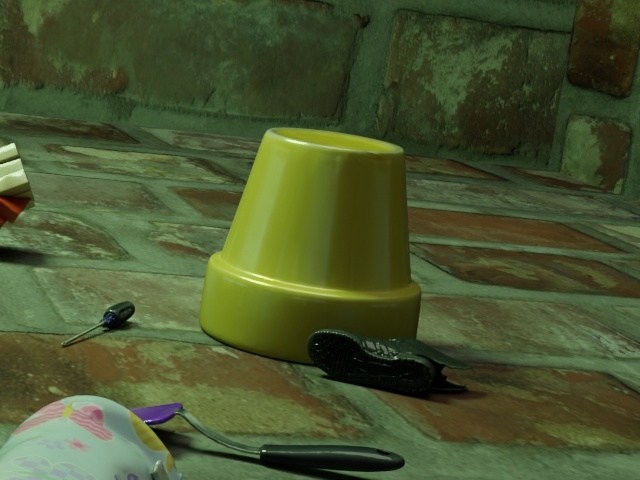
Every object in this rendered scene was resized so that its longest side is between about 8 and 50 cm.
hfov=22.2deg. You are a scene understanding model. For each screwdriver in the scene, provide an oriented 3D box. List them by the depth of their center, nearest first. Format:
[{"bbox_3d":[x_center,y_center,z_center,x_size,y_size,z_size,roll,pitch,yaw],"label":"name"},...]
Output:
[{"bbox_3d":[-0.245,0.097,1.787,0.024,0.025,0.170,12,19,16],"label":"screwdriver"}]

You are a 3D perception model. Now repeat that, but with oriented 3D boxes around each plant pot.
[{"bbox_3d":[0.000,0.000,1.886,0.254,0.239,0.254,8,11,-2],"label":"plant pot"}]

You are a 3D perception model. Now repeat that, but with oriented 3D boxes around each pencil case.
[{"bbox_3d":[-0.166,0.186,1.028,0.124,0.113,0.273,23,10,1],"label":"pencil case"}]

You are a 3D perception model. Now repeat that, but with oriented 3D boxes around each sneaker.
[{"bbox_3d":[0.075,0.130,1.762,0.170,0.051,0.089,16,11,13],"label":"sneaker"}]

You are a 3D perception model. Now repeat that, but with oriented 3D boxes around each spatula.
[{"bbox_3d":[-0.072,0.173,1.426,0.296,0.030,0.084,10,7,8],"label":"spatula"}]

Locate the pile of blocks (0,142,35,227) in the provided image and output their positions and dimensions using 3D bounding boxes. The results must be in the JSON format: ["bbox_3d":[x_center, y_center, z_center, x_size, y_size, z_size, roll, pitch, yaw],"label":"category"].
[{"bbox_3d":[-0.518,-0.022,2.047,0.362,0.149,0.113,-7,59,-29],"label":"pile of blocks"}]
